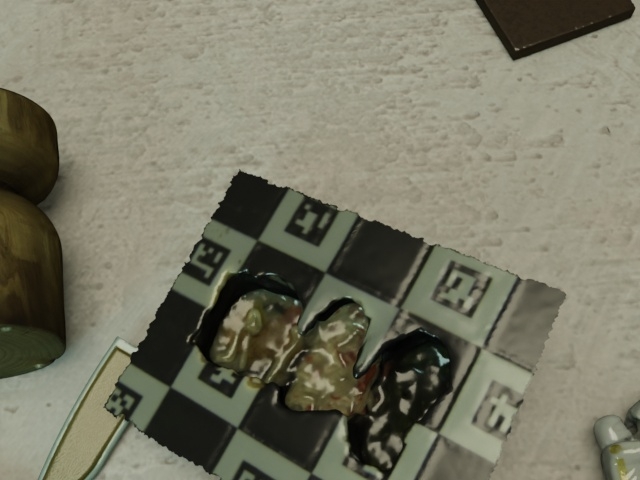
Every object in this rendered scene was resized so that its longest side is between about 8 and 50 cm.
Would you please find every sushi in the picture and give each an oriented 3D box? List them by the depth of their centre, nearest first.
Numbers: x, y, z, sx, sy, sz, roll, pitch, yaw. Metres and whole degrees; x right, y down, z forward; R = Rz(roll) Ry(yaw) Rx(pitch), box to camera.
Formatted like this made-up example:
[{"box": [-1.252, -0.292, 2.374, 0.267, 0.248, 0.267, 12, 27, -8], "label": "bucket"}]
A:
[{"box": [0.014, 0.129, 0.773, 0.373, 0.100, 0.296, 22, 76, 23], "label": "sushi"}]

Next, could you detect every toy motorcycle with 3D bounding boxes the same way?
[{"box": [0.327, 0.221, 0.721, 0.151, 0.074, 0.228, 20, 70, 14], "label": "toy motorcycle"}]

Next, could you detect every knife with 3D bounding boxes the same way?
[{"box": [-0.195, 0.127, 0.810, 0.061, 0.027, 0.343, 29, 73, 3], "label": "knife"}]

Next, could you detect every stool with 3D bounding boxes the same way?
[{"box": [-0.360, -0.003, 0.795, 0.179, 0.179, 0.264, -9, 66, -2], "label": "stool"}]

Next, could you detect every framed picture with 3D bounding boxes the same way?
[{"box": [0.294, -0.310, 0.984, 0.169, 0.023, 0.128, -21, 67, -7], "label": "framed picture"}]
